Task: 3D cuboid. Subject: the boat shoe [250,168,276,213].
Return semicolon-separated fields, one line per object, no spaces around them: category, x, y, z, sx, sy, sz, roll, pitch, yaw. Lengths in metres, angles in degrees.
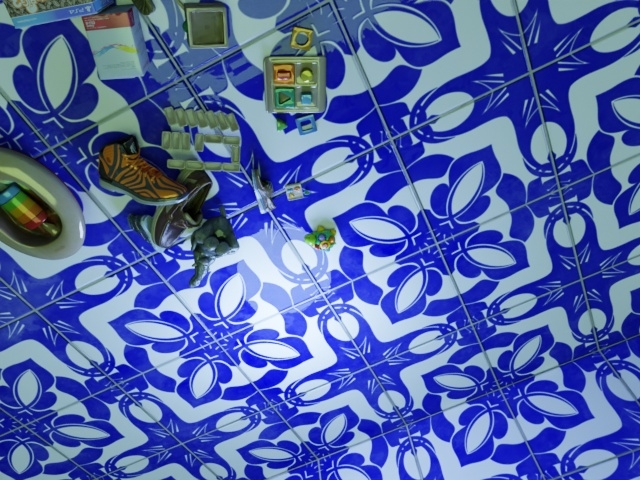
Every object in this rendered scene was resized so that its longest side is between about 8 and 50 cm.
boat shoe;-0.197;-0.178;1.877;0.066;0.066;0.183;-15;134;-3

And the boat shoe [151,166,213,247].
boat shoe;-0.464;-0.092;1.836;0.341;0.123;0.123;-55;154;20

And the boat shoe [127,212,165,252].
boat shoe;-0.615;-0.031;1.922;0.083;0.065;0.183;13;143;20

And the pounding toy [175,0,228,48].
pounding toy;-0.345;-0.628;1.542;0.141;0.100;0.130;-8;126;-15

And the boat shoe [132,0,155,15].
boat shoe;-0.514;-0.701;1.495;0.056;0.048;0.153;-27;117;20

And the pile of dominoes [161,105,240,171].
pile of dominoes;-0.385;-0.328;1.756;0.252;0.040;0.195;3;103;-10

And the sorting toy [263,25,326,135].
sorting toy;-0.078;-0.484;1.691;0.196;0.047;0.347;-3;124;-5

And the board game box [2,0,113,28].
board game box;-0.711;-0.723;1.374;0.232;0.141;0.290;-8;124;7

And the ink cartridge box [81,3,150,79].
ink cartridge box;-0.572;-0.560;1.525;0.128;0.128;0.176;-7;124;-3

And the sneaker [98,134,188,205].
sneaker;-0.571;-0.227;1.708;0.322;0.124;0.179;14;121;10

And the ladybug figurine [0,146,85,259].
ladybug figurine;-0.950;-0.132;1.741;0.305;0.161;0.449;-26;124;10

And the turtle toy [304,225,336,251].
turtle toy;0.000;0.000;2.015;0.130;0.066;0.095;14;121;-16

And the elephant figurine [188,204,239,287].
elephant figurine;-0.407;0.027;1.937;0.169;0.186;0.239;52;138;3

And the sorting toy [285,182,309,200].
sorting toy;-0.080;-0.175;1.920;0.084;0.012;0.061;-11;124;0
